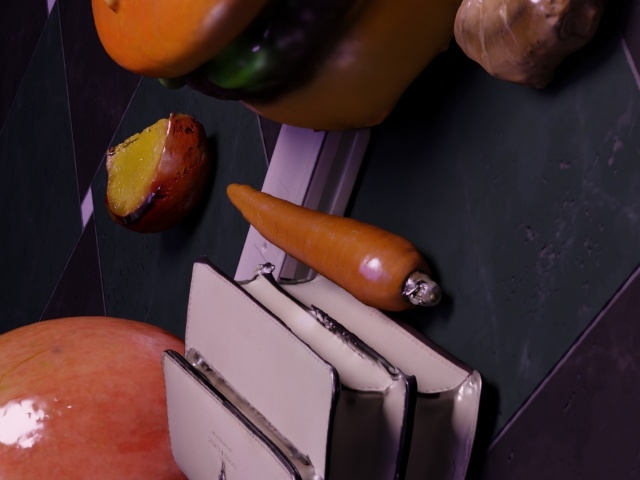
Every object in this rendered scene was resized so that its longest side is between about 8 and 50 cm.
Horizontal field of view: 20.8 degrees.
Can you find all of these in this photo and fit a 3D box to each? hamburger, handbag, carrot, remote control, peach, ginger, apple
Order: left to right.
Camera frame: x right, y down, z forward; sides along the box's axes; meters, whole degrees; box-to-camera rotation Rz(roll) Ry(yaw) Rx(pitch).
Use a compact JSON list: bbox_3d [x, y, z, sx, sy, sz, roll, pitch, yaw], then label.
[{"bbox_3d":[-0.272,0.252,1.846,0.364,0.364,0.364,-171,90,-66],"label":"apple"},{"bbox_3d":[-0.183,-0.083,2.053,0.172,0.092,0.127,-48,44,32],"label":"peach"},{"bbox_3d":[-0.037,-0.308,1.532,0.396,0.277,0.395,-36,45,47],"label":"hamburger"},{"bbox_3d":[-0.025,-0.010,1.724,0.103,0.055,0.277,-125,48,-57],"label":"remote control"},{"bbox_3d":[-0.016,0.170,1.523,0.358,0.160,0.236,-145,59,-63],"label":"handbag"},{"bbox_3d":[0.000,0.000,1.586,0.336,0.069,0.069,26,106,49],"label":"carrot"},{"bbox_3d":[0.162,-0.173,1.350,0.190,0.069,0.095,147,125,-62],"label":"ginger"}]
